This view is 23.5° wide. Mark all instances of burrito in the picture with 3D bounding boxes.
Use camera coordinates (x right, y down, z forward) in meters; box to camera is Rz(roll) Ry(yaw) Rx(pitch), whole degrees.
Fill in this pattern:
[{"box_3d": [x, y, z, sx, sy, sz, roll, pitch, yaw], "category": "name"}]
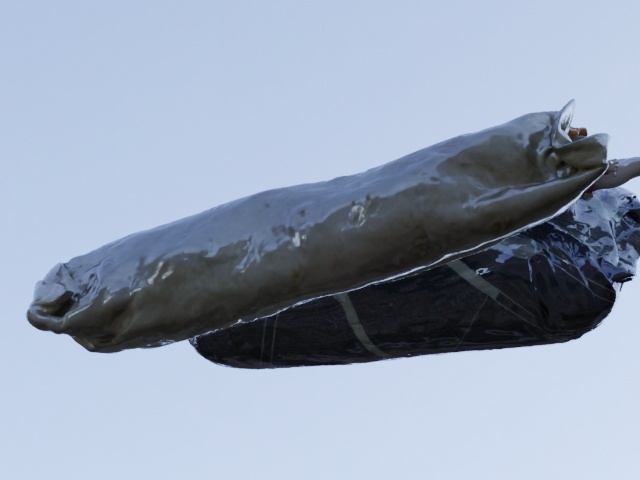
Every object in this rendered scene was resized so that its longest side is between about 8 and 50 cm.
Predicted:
[{"box_3d": [0.000, 0.000, 0.706, 0.275, 0.082, 0.059, -17, -81, 8], "category": "burrito"}]

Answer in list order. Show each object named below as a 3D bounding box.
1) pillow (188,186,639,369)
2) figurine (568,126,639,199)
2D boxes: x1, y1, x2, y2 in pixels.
[{"box_3d": [0.041, 0.019, 0.948, 0.335, 0.161, 0.093, -9, -74, 29], "category": "pillow"}, {"box_3d": [0.142, -0.043, 0.863, 0.109, 0.047, 0.064, -1, 0, -14], "category": "figurine"}]
